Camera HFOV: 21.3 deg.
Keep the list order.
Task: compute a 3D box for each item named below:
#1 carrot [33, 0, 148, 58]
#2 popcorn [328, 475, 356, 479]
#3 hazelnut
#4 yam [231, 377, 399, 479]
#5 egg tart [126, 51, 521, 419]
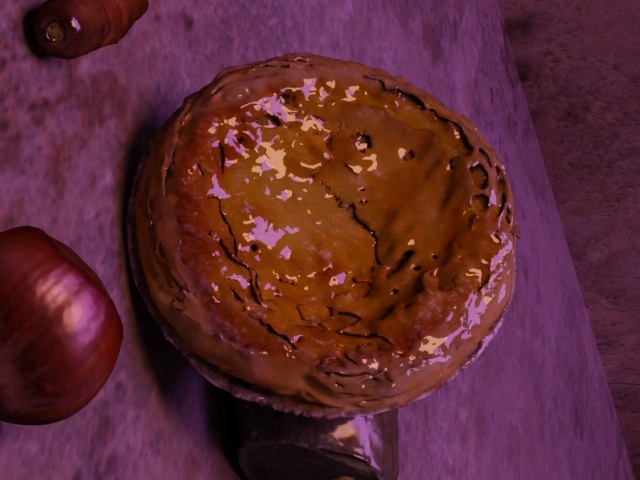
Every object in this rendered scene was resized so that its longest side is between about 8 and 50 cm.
[{"bbox_3d":[-0.122,-0.126,0.956,0.165,0.035,0.036,-47,123,-74],"label":"carrot"},{"bbox_3d":[0.069,0.268,0.972,0.259,0.212,0.259,5,90,-66],"label":"popcorn"},{"bbox_3d":[-0.129,0.040,0.747,0.086,0.086,0.086,-13,90,-74],"label":"hazelnut"},{"bbox_3d":[-0.004,0.072,1.068,0.107,0.107,0.194,52,31,-56],"label":"yam"},{"bbox_3d":[0.000,0.000,0.994,0.094,0.234,0.234,114,-25,-60],"label":"egg tart"}]
